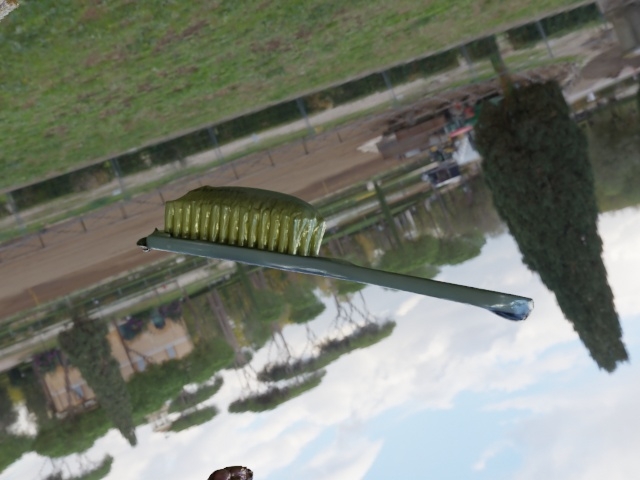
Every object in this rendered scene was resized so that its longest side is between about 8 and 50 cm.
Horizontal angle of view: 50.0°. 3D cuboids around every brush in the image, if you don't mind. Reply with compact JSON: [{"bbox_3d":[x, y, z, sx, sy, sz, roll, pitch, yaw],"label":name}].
[{"bbox_3d":[0.000,0.000,0.478,0.297,0.060,0.068,10,179,25],"label":"brush"}]

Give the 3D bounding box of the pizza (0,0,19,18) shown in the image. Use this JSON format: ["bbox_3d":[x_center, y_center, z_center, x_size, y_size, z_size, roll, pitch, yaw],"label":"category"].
[{"bbox_3d":[-0.218,-0.121,0.292,0.160,0.035,0.099,21,144,-39],"label":"pizza"}]

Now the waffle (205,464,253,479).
[{"bbox_3d":[-0.145,0.338,0.732,0.221,0.055,0.234,-59,176,-11],"label":"waffle"}]
